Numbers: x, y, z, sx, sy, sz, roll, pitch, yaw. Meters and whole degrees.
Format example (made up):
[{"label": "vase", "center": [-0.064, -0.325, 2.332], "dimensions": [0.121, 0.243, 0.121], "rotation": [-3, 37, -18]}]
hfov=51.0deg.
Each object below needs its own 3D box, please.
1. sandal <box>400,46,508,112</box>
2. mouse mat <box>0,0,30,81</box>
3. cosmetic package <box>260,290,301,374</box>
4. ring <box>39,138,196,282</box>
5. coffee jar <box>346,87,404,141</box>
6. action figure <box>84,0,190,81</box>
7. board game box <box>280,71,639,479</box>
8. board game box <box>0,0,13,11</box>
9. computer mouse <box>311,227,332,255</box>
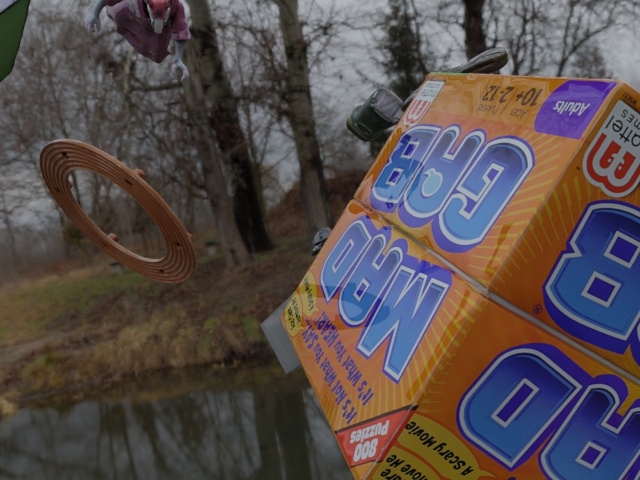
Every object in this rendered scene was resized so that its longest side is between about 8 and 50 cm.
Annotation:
[{"label": "sandal", "center": [0.212, -0.239, 1.062], "dimensions": [0.219, 0.060, 0.090], "rotation": [-16, 24, 49]}, {"label": "mouse mat", "center": [-0.365, -0.173, 0.700], "dimensions": [0.152, 0.007, 0.190], "rotation": [-55, 15, -29]}, {"label": "cosmetic package", "center": [-0.022, 0.170, 1.328], "dimensions": [0.107, 0.127, 0.238], "rotation": [-22, -10, -31]}, {"label": "ring", "center": [-0.356, -0.049, 1.196], "dimensions": [0.337, 0.336, 0.032], "rotation": [-8, 37, 48]}, {"label": "coffee jar", "center": [0.137, -0.318, 1.724], "dimensions": [0.079, 0.096, 0.184], "rotation": [-56, 12, -18]}, {"label": "action figure", "center": [-0.377, -0.538, 1.561], "dimensions": [0.248, 0.275, 0.370], "rotation": [30, -6, -24]}, {"label": "board game box", "center": [0.224, 0.073, 0.705], "dimensions": [0.356, 0.356, 0.356], "rotation": [29, 6, -19]}, {"label": "board game box", "center": [-0.618, -0.389, 1.067], "dimensions": [0.319, 0.317, 0.065], "rotation": [-7, -40, 19]}, {"label": "computer mouse", "center": [0.000, 0.000, 1.967], "dimensions": [0.071, 0.041, 0.242], "rotation": [-22, 8, 9]}]
